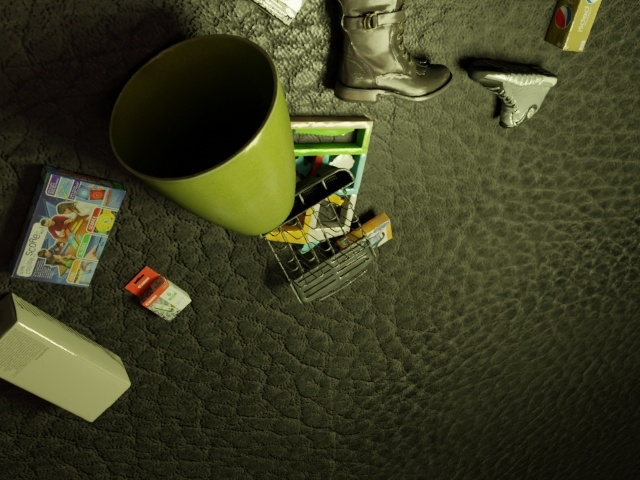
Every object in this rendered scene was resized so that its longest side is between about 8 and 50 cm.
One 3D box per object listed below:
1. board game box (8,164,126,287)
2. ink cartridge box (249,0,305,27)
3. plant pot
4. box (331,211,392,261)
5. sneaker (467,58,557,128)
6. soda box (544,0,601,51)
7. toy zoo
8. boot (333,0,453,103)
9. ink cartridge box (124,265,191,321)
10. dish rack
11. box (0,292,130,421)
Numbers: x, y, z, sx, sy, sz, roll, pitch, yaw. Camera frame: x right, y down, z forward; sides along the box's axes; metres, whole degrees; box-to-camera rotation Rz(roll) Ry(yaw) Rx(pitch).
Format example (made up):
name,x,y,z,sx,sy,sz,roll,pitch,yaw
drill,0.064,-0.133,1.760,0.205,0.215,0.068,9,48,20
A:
name,x,y,z,sx,sy,sz,roll,pitch,yaw
board game box,-0.431,-0.019,1.290,0.136,0.035,0.201,13,113,-36
ink cartridge box,-0.107,-0.433,1.195,0.207,0.046,0.097,25,105,-39
plant pot,-0.150,-0.135,1.252,0.275,0.274,0.293,-37,146,-4
box,0.087,0.002,1.598,0.136,0.028,0.081,-34,152,-9
sneaker,0.380,-0.291,1.554,0.229,0.086,0.132,-1,123,-31
soda box,0.519,-0.477,1.523,0.058,0.061,0.181,-3,122,-29
toy zoo,-0.013,-0.101,1.483,0.192,0.030,0.293,-4,122,-28
boot,0.136,-0.367,1.353,0.263,0.091,0.228,-11,126,-22
ink cartridge box,-0.309,0.103,1.447,0.063,0.029,0.115,-44,132,3
dish rack,0.000,0.000,1.476,0.208,0.074,0.271,-31,123,-7
box,-0.486,0.217,1.377,0.113,0.094,0.275,-42,132,2
